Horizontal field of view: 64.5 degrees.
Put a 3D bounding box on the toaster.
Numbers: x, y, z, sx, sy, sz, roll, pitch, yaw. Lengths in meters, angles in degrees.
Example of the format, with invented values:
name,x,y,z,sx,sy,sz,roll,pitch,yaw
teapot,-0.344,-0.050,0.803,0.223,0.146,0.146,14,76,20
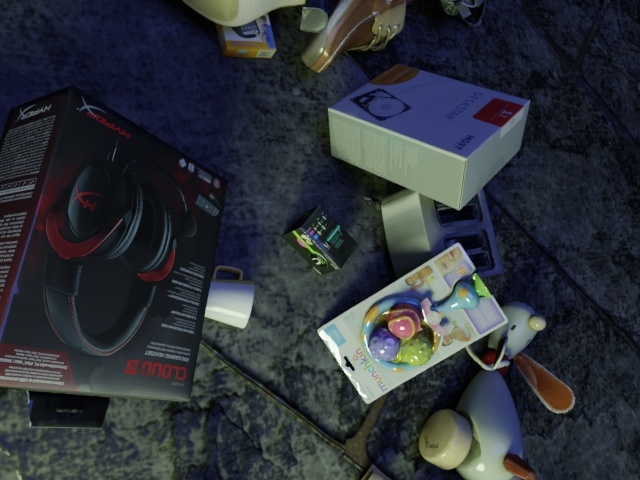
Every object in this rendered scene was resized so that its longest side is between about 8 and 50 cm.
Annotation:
name,x,y,z,sx,sy,sz,roll,pitch,yaw
toaster,0.188,-0.010,0.808,0.185,0.110,0.168,-8,81,-30

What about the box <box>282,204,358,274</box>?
name,x,y,z,sx,sy,sz,roll,pitch,yaw
box,0.000,0.000,0.729,0.083,0.062,0.052,45,63,-12

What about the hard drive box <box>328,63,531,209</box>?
name,x,y,z,sx,sy,sz,roll,pitch,yaw
hard drive box,0.157,-0.165,0.759,0.181,0.232,0.089,-41,143,-31

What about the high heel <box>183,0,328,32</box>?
name,x,y,z,sx,sy,sz,roll,pitch,yaw
high heel,-0.109,-0.394,0.739,0.261,0.093,0.186,12,49,-13

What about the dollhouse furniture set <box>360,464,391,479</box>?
name,x,y,z,sx,sy,sz,roll,pitch,yaw
dollhouse furniture set,0.109,0.549,0.677,0.355,0.174,0.303,39,73,17

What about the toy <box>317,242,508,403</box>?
name,x,y,z,sx,sy,sz,roll,pitch,yaw
toy,0.130,0.124,0.704,0.237,0.056,0.137,-33,96,4

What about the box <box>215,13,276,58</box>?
name,x,y,z,sx,sy,sz,roll,pitch,yaw
box,-0.120,-0.344,0.764,0.081,0.028,0.136,-11,86,-30

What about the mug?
name,x,y,z,sx,sy,sz,roll,pitch,yaw
mug,-0.125,0.074,0.655,0.064,0.078,0.062,12,105,-17

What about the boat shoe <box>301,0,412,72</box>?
name,x,y,z,sx,sy,sz,roll,pitch,yaw
boat shoe,0.087,-0.376,0.834,0.116,0.123,0.324,43,64,-16

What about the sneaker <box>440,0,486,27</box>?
name,x,y,z,sx,sy,sz,roll,pitch,yaw
sneaker,0.256,-0.464,0.911,0.281,0.105,0.115,-14,96,-56

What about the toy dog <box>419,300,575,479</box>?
name,x,y,z,sx,sy,sz,roll,pitch,yaw
toy dog,0.286,0.238,0.774,0.220,0.161,0.334,19,70,-24

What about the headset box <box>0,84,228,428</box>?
name,x,y,z,sx,sy,sz,roll,pitch,yaw
headset box,-0.224,0.035,0.517,0.218,0.110,0.293,32,59,-52
